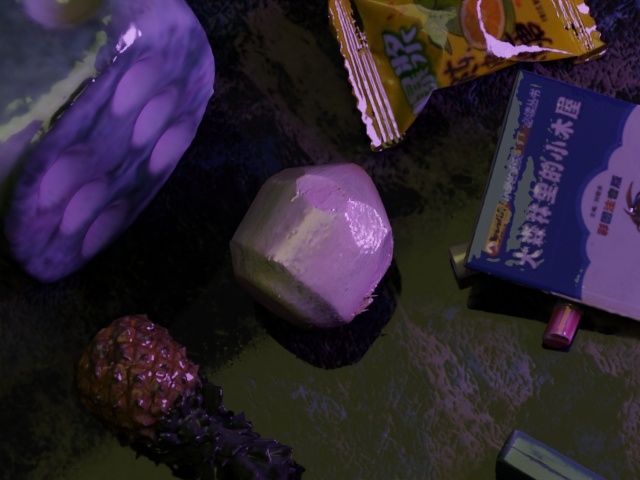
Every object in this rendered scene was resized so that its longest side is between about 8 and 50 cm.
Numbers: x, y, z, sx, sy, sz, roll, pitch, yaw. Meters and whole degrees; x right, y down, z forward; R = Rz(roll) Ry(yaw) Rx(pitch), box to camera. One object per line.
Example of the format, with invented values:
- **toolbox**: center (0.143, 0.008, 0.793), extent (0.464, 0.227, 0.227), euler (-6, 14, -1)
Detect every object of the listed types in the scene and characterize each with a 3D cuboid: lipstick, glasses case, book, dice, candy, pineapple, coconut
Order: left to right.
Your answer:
- **dice**: center (-0.329, -0.180, 1.759), extent (0.348, 0.328, 0.330), euler (40, 80, 17)
- **pineapple**: center (-0.141, 0.188, 1.725), extent (0.248, 0.128, 0.128), euler (38, 79, 13)
- **coconut**: center (0.000, 0.000, 1.751), extent (0.171, 0.171, 0.183), euler (34, 81, 16)
- **candy**: center (0.161, -0.236, 1.846), extent (0.297, 0.081, 0.187), euler (-22, 94, -10)
- **lipstick**: center (0.206, 0.004, 1.788), extent (0.130, 0.038, 0.038), euler (-19, 70, 0)
- **glasses case**: center (0.266, 0.260, 1.672), extent (0.184, 0.078, 0.039), euler (29, 73, 15)
- **lipstick**: center (0.292, 0.007, 1.776), extent (0.053, 0.053, 0.234), euler (23, 79, 14)
- **book**: center (0.333, -0.031, 1.749), extent (0.322, 0.018, 0.228), euler (16, 80, -2)

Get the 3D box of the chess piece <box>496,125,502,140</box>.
- **chess piece**: center (0.225, -0.081, 1.806), extent (0.067, 0.067, 0.103), euler (-15, 62, 1)
